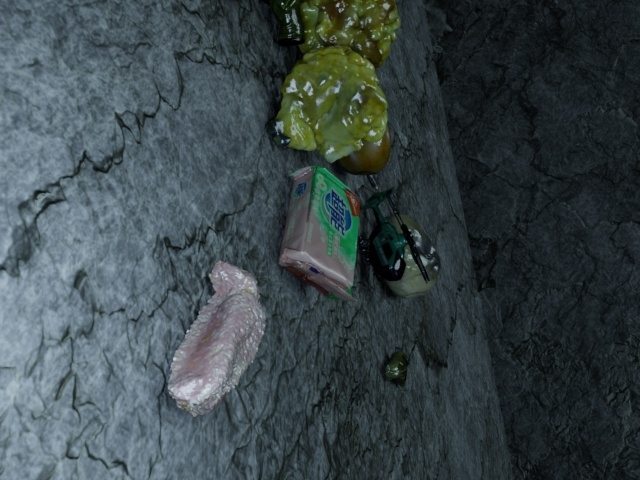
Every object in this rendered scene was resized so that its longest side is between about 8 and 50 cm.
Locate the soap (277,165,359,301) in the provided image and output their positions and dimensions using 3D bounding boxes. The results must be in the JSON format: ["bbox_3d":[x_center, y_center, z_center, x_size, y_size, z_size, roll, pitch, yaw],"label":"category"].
[{"bbox_3d":[0.005,-0.016,1.321,0.218,0.098,0.273,39,43,-32],"label":"soap"}]

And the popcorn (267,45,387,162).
[{"bbox_3d":[0.039,-0.327,1.414,0.237,0.292,0.293,-66,141,-83],"label":"popcorn"}]

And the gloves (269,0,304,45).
[{"bbox_3d":[-0.098,-0.616,1.450,0.135,0.107,0.268,-138,-154,-76],"label":"gloves"}]

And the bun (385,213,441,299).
[{"bbox_3d":[0.285,0.051,1.858,0.273,0.168,0.273,42,39,-47],"label":"bun"}]

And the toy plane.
[{"bbox_3d":[0.194,-0.009,1.716,0.106,0.155,0.382,52,17,-42],"label":"toy plane"}]

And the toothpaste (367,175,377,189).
[{"bbox_3d":[0.168,-0.202,1.913,0.027,0.019,0.083,-48,124,-33],"label":"toothpaste"}]

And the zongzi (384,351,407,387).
[{"bbox_3d":[0.217,0.391,1.675,0.109,0.055,0.119,-34,120,-62],"label":"zongzi"}]

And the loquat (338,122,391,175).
[{"bbox_3d":[0.113,-0.296,1.657,0.179,0.179,0.228,-8,89,-66],"label":"loquat"}]

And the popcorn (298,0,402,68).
[{"bbox_3d":[0.070,-0.588,1.531,0.282,0.282,0.247,63,-6,-29],"label":"popcorn"}]

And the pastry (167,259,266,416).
[{"bbox_3d":[-0.154,0.158,0.914,0.265,0.102,0.112,-75,151,-44],"label":"pastry"}]
